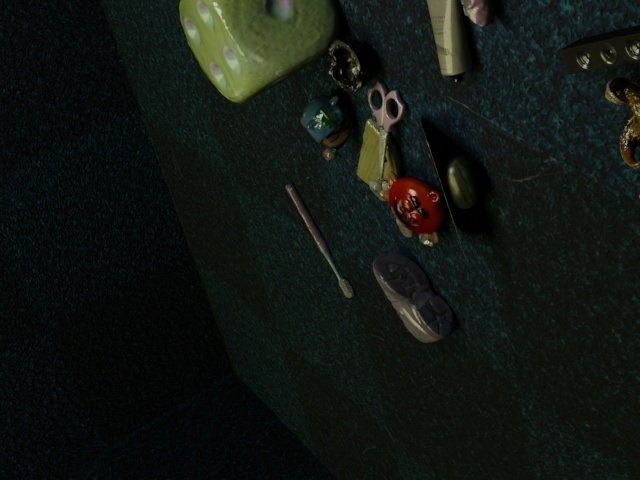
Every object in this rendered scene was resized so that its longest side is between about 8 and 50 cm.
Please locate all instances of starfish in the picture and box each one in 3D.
[{"bbox_3d":[0.460,-0.140,1.379,0.146,0.074,0.190,27,142,58],"label":"starfish"}]

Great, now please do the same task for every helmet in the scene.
[{"bbox_3d":[0.068,-0.358,2.016,0.098,0.070,0.123,42,147,26],"label":"helmet"}]

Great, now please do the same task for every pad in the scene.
[{"bbox_3d":[0.235,-0.101,1.943,0.176,0.002,0.266,-91,-19,-67],"label":"pad"}]

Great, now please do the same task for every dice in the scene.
[{"bbox_3d":[-0.123,-0.449,2.081,0.252,0.254,0.249,62,160,-7],"label":"dice"}]

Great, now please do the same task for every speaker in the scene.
[{"bbox_3d":[0.409,-0.264,1.373,0.040,0.046,0.191,64,158,-13],"label":"speaker"}]

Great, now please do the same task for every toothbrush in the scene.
[{"bbox_3d":[0.000,0.000,2.729,0.354,0.024,0.029,61,154,-2],"label":"toothbrush"}]

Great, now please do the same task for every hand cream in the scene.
[{"bbox_3d":[0.217,-0.359,1.702,0.087,0.054,0.186,16,126,56],"label":"hand cream"}]

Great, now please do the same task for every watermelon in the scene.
[{"bbox_3d":[0.265,-0.112,1.877,0.078,0.078,0.111,17,131,62],"label":"watermelon"}]

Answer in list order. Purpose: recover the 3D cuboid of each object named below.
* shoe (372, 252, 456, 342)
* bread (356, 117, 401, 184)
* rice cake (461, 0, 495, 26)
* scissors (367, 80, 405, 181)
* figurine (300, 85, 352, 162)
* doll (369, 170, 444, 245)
[{"bbox_3d":[0.206,0.139,2.329,0.245,0.095,0.138,49,155,11],"label":"shoe"},{"bbox_3d":[0.135,-0.172,2.166,0.112,0.036,0.193,44,154,22],"label":"bread"},{"bbox_3d":[0.223,-0.456,1.541,0.049,0.055,0.270,24,137,51],"label":"rice cake"},{"bbox_3d":[0.132,-0.219,2.063,0.110,0.021,0.212,35,135,44],"label":"scissors"},{"bbox_3d":[0.018,-0.257,2.245,0.144,0.114,0.178,58,172,-15],"label":"figurine"},{"bbox_3d":[0.192,-0.064,2.099,0.183,0.085,0.217,55,160,-14],"label":"doll"}]
